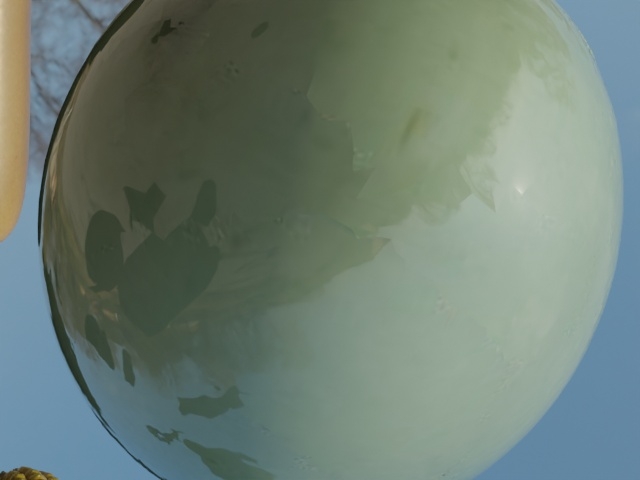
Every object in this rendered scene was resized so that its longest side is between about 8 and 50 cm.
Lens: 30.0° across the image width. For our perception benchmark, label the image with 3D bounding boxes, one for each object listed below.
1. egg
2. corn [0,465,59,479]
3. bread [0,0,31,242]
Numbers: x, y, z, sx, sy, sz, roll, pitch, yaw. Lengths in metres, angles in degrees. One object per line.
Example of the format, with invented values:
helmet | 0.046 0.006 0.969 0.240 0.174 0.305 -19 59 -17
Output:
egg | 0.000 0.000 0.438 0.203 0.203 0.283 -51 175 -23
corn | -0.212 0.314 1.086 0.102 0.102 0.313 -46 -133 -15
bread | -0.197 -0.115 0.656 0.092 0.239 0.074 21 -159 40
